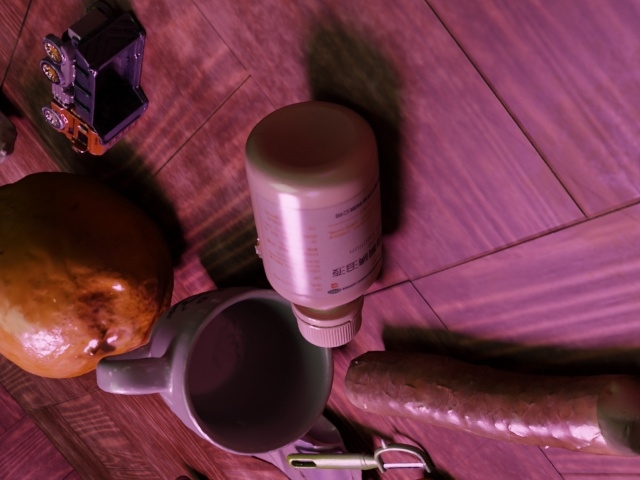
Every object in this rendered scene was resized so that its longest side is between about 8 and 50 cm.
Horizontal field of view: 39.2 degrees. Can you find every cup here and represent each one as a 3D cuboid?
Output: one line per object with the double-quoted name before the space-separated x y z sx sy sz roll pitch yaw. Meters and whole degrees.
"cup" -0.151 0.146 1.086 0.234 0.258 0.187 1 91 61

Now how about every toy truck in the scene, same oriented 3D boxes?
"toy truck" -0.246 -0.174 0.987 0.092 0.083 0.192 39 150 6

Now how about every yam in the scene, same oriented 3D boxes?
"yam" 0.150 0.145 0.839 0.356 0.081 0.081 -6 121 55

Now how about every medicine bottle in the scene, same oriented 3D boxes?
"medicine bottle" 0.000 0.000 0.825 0.114 0.114 0.252 31 147 29

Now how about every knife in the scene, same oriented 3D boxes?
"knife" 0.039 0.273 1.137 0.212 0.015 0.054 -10 122 34

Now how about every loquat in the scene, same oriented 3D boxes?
"loquat" -0.340 0.038 1.205 0.284 0.276 0.276 61 156 21

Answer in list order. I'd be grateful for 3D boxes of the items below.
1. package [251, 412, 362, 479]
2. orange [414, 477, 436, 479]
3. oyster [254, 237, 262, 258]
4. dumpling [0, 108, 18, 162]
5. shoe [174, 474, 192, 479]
"package" -0.026 0.305 1.287 0.250 0.062 0.204 23 143 33
"orange" 0.131 0.332 1.098 0.083 0.070 0.083 28 133 34
"oyster" -0.026 0.033 0.974 0.146 0.045 0.121 42 149 -4
"dumpling" -0.573 -0.172 1.329 0.258 0.193 0.147 39 146 22
"shoe" -0.237 0.569 1.898 0.092 0.089 0.180 -20 112 47
